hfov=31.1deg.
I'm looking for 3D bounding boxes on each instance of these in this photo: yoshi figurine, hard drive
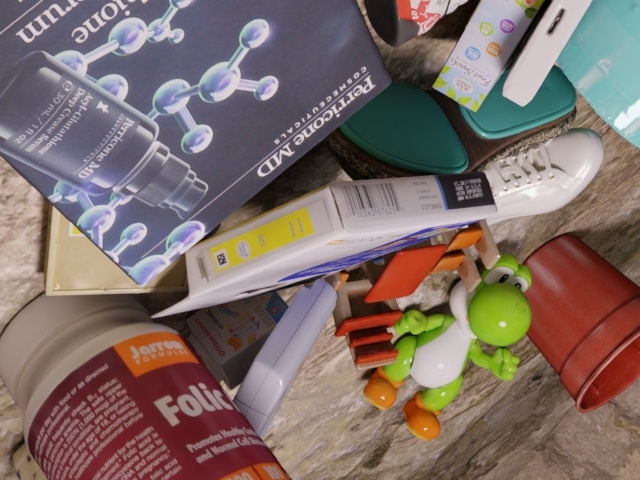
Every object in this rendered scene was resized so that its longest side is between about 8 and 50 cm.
[{"bbox_3d":[0.245,0.186,2.043,0.362,0.203,0.204,-52,144,13],"label":"yoshi figurine"},{"bbox_3d":[0.299,-0.287,1.408,0.203,0.040,0.307,-61,177,23],"label":"hard drive"}]

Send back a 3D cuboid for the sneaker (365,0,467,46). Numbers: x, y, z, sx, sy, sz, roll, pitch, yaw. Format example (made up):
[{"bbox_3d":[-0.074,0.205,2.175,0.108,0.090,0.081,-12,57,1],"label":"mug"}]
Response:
[{"bbox_3d":[0.125,-0.336,1.241,0.145,0.090,0.270,-33,155,-18],"label":"sneaker"}]

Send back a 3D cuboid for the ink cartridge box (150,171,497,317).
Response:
[{"bbox_3d":[0.000,0.000,1.335,0.307,0.072,0.304,-19,174,38],"label":"ink cartridge box"}]

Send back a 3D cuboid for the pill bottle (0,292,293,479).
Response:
[{"bbox_3d":[-0.200,0.238,1.326,0.224,0.392,0.224,-31,152,-19],"label":"pill bottle"}]

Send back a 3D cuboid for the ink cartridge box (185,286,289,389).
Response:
[{"bbox_3d":[-0.114,0.131,1.605,0.143,0.092,0.090,-35,153,-14],"label":"ink cartridge box"}]

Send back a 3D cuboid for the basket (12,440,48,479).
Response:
[{"bbox_3d":[-0.262,0.346,1.571,0.289,0.254,0.201,28,108,-41],"label":"basket"}]

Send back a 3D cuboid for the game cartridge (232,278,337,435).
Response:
[{"bbox_3d":[-0.076,0.202,1.498,0.198,0.062,0.297,-62,179,-44],"label":"game cartridge"}]

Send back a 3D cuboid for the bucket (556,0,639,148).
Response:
[{"bbox_3d":[0.464,-0.261,1.591,0.183,0.281,0.281,-45,154,28],"label":"bucket"}]

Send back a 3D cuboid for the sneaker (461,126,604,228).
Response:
[{"bbox_3d":[0.275,-0.085,1.699,0.290,0.105,0.123,-29,154,31],"label":"sneaker"}]

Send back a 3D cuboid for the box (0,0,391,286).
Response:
[{"bbox_3d":[-0.162,-0.198,0.901,0.293,0.212,0.395,-40,147,-3],"label":"box"}]

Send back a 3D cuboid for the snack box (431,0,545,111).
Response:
[{"bbox_3d":[0.229,-0.280,1.399,0.207,0.070,0.174,-60,176,34],"label":"snack box"}]

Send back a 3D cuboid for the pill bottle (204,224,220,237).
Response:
[{"bbox_3d":[-0.141,-0.057,1.326,0.067,0.067,0.120,-29,150,-22],"label":"pill bottle"}]

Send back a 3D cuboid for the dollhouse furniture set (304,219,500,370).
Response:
[{"bbox_3d":[0.104,0.073,1.683,0.262,0.135,0.259,-8,154,-22],"label":"dollhouse furniture set"}]

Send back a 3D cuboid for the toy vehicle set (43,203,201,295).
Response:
[{"bbox_3d":[-0.205,-0.041,1.234,0.166,0.035,0.266,0,137,-19],"label":"toy vehicle set"}]

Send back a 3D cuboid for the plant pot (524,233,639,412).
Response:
[{"bbox_3d":[0.512,0.145,2.237,0.272,0.265,0.272,-31,151,-19],"label":"plant pot"}]

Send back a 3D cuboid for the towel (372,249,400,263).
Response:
[{"bbox_3d":[0.104,-0.016,1.738,0.067,0.029,0.119,-22,148,-33],"label":"towel"}]

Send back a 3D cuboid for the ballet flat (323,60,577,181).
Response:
[{"bbox_3d":[0.150,-0.129,1.522,0.483,0.164,0.182,-17,161,-42],"label":"ballet flat"}]
